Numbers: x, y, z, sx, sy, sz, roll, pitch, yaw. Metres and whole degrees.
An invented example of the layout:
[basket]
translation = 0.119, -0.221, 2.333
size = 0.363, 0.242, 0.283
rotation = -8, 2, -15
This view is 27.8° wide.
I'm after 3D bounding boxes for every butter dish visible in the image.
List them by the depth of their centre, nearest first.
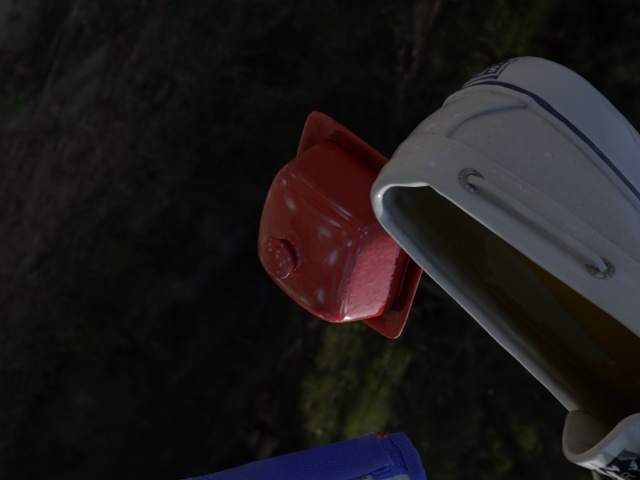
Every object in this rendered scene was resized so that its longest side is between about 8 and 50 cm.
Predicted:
[butter dish]
translation = 0.000, 0.000, 1.084
size = 0.118, 0.160, 0.160
rotation = -23, 141, -41

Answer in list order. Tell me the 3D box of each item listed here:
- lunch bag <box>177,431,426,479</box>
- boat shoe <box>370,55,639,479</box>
[lunch bag]
translation = -0.073, 0.352, 1.139
size = 0.239, 0.327, 0.386
rotation = -131, -144, -52
[boat shoe]
translation = 0.158, 0.085, 0.595
size = 0.156, 0.367, 0.136
rotation = -39, 176, -32
